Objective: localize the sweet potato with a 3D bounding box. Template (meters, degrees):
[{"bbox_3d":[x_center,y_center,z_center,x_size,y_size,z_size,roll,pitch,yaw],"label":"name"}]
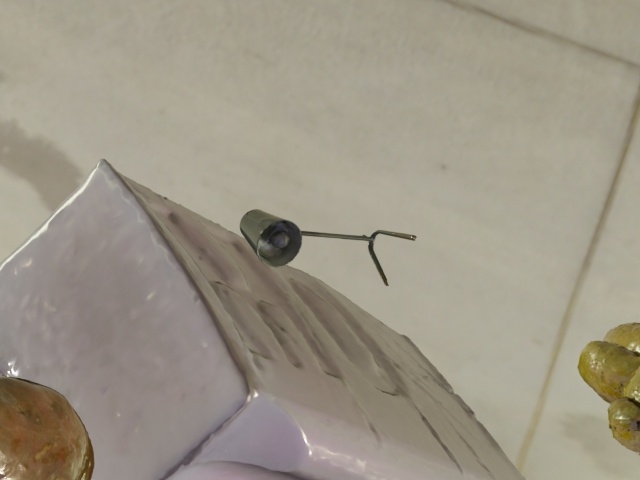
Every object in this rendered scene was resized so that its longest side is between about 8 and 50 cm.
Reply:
[{"bbox_3d":[-0.152,0.092,0.664,0.074,0.075,0.269,13,172,22],"label":"sweet potato"}]

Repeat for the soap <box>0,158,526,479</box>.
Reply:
[{"bbox_3d":[-0.054,0.159,1.353,0.435,0.213,0.350,30,-166,-45],"label":"soap"}]

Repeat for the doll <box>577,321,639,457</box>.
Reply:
[{"bbox_3d":[0.215,0.094,0.870,0.137,0.097,0.209,6,-167,4],"label":"doll"}]

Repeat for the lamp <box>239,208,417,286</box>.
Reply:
[{"bbox_3d":[-0.001,0.000,1.013,0.121,0.041,0.054,10,-166,-33],"label":"lamp"}]
